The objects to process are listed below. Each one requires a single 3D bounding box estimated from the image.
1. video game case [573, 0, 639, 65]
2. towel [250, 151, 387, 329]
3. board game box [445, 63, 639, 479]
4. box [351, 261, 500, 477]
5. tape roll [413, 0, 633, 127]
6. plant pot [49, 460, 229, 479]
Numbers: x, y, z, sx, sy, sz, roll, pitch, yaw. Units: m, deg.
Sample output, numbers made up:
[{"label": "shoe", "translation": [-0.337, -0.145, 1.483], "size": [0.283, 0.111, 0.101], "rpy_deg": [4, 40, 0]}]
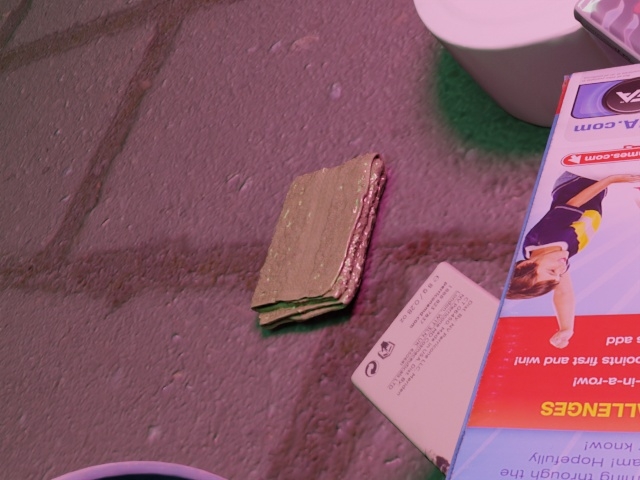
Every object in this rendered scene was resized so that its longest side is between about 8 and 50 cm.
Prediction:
[{"label": "video game case", "translation": [0.280, -0.151, 0.593], "size": [0.183, 0.023, 0.201], "rpy_deg": [42, 95, 16]}, {"label": "towel", "translation": [0.000, 0.000, 0.856], "size": [0.110, 0.027, 0.148], "rpy_deg": [-14, 51, 42]}, {"label": "board game box", "translation": [0.229, 0.028, 0.399], "size": [0.308, 0.086, 0.302], "rpy_deg": [-4, 38, 29]}, {"label": "box", "translation": [0.137, 0.121, 0.530], "size": [0.094, 0.113, 0.275], "rpy_deg": [-51, 34, 1]}, {"label": "tape roll", "translation": [0.207, -0.223, 0.762], "size": [0.286, 0.100, 0.286], "rpy_deg": [-28, 42, 28]}, {"label": "plant pot", "translation": [-0.151, 0.282, 0.593], "size": [0.255, 0.271, 0.271], "rpy_deg": [-30, 39, 49]}]
